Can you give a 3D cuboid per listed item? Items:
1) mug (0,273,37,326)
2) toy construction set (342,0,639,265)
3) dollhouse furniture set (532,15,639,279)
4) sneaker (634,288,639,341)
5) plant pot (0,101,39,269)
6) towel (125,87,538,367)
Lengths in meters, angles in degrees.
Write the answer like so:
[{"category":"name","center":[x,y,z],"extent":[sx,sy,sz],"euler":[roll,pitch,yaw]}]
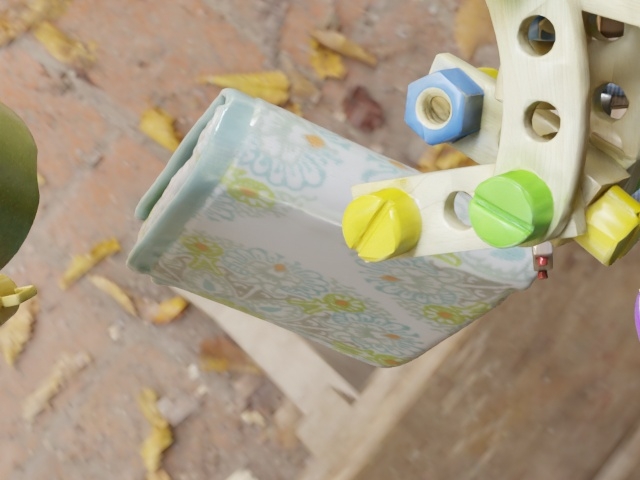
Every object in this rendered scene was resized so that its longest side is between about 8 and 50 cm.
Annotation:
[{"category":"mug","center":[-0.318,0.063,1.718],"extent":[0.064,0.078,0.062],"euler":[-32,140,-64]},{"category":"toy construction set","center":[0.179,-0.050,0.688],"extent":[0.328,0.151,0.215],"euler":[16,107,14]},{"category":"dollhouse furniture set","center":[0.175,-0.058,0.970],"extent":[0.129,0.183,0.128],"euler":[-5,80,7]},{"category":"sneaker","center":[0.389,0.183,1.798],"extent":[0.102,0.293,0.146],"euler":[-19,159,-23]},{"category":"plant pot","center":[-0.372,-0.067,1.451],"extent":[0.276,0.276,0.254],"euler":[-59,151,4]},{"category":"towel","center":[0.000,0.000,1.676],"extent":[0.321,0.374,0.090],"euler":[21,68,-12]}]
